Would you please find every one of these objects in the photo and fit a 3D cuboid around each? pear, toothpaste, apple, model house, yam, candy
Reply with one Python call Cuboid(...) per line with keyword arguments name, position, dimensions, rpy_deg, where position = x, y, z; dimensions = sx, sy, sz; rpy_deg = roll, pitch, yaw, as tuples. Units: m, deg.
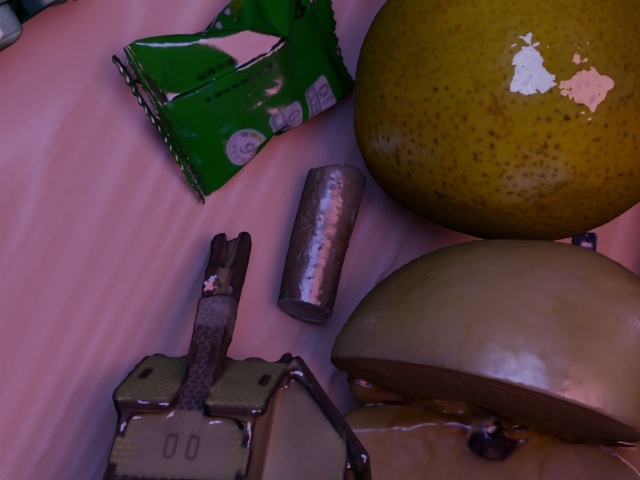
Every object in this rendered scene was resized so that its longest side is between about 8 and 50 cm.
Cuboid(name="pear", position=(0.167, -0.130, 0.999), dimensions=(0.294, 0.294, 0.294), rpy_deg=(3, 85, -32))
Cuboid(name="toothpaste", position=(0.266, 0.031, 1.196), dimensions=(0.027, 0.019, 0.083), rpy_deg=(6, 79, -15))
Cuboid(name="apple", position=(0.155, 0.125, 0.970), dimensions=(0.233, 0.257, 0.295), rpy_deg=(-50, 139, -45))
Cuboid(name="model house", position=(-0.059, 0.145, 0.933), dimensions=(0.204, 0.218, 0.279), rpy_deg=(1, 46, 5))
Cuboid(name="yam", position=(0.000, 0.000, 1.011), dimensions=(0.054, 0.054, 0.132), rpy_deg=(21, 75, -29))
Cuboid(name="candy", position=(-0.056, -0.142, 0.975), dimensions=(0.203, 0.078, 0.141), rpy_deg=(-39, 106, -23))

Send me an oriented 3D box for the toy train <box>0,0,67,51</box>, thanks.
Cuboid(name="toy train", position=(-0.267, -0.282, 0.831), dimensions=(0.194, 0.120, 0.298), rpy_deg=(-37, 106, -34))
